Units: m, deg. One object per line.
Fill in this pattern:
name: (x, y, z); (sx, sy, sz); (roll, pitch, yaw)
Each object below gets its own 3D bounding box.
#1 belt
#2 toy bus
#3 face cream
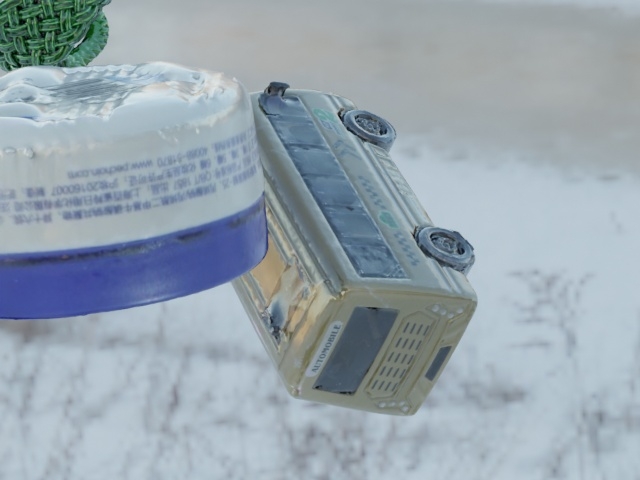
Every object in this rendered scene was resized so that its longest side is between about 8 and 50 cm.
belt: (-0.174, -0.163, 1.331); (0.079, 0.121, 0.151); (35, 30, -13)
toy bus: (0.000, 0.000, 1.547); (0.157, 0.139, 0.289); (8, 36, -31)
face cream: (-0.134, -0.035, 1.073); (0.206, 0.111, 0.206); (-5, 16, 1)
